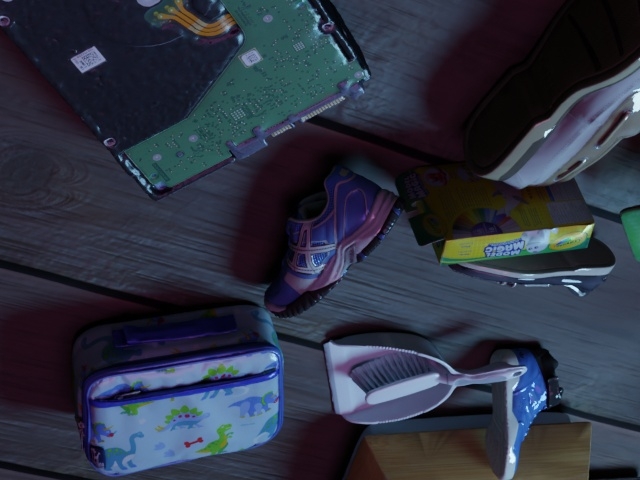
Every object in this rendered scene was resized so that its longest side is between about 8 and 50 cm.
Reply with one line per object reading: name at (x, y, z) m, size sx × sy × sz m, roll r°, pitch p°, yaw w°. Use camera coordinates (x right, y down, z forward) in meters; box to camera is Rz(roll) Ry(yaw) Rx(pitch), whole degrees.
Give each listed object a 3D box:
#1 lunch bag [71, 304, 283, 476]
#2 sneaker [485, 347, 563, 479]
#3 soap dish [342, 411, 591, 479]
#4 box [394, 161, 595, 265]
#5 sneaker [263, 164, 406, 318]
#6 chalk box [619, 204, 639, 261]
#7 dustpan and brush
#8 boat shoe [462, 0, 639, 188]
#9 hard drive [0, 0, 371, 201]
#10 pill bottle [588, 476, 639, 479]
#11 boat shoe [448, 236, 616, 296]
lunch bag at (-0.148, 0.152, 1.972) m, size 0.219 × 0.090 × 0.176 m, roll -8°, pitch 136°, yaw -14°
sneaker at (0.235, 0.195, 2.145) m, size 0.084 × 0.058 × 0.152 m, roll -3°, pitch 97°, yaw -22°
soap dish at (0.164, 0.313, 2.244) m, size 0.291 × 0.118 × 0.229 m, roll -1°, pitch 137°, yaw -21°
box at (0.167, -0.030, 1.868) m, size 0.179 × 0.105 × 0.043 m, roll -5°, pitch 137°, yaw -14°
sneaker at (0.000, 0.000, 1.878) m, size 0.081 × 0.080 × 0.211 m, roll 39°, pitch 130°, yaw -5°
chalk box at (0.448, -0.044, 1.900) m, size 0.289 × 0.179 × 0.180 m, roll -23°, pitch 139°, yaw 6°
dustpan and brush at (0.118, 0.148, 2.084) m, size 0.211 × 0.060 × 0.147 m, roll -14°, pitch 140°, yaw -4°
boat shoe at (0.263, -0.155, 1.769) m, size 0.103 × 0.113 × 0.302 m, roll 15°, pitch 140°, yaw -34°
hard drive at (-0.126, -0.193, 1.609) m, size 0.237 × 0.064 × 0.339 m, roll -27°, pitch 138°, yaw 11°
pill bottle at (0.348, 0.336, 2.367) m, size 0.137 × 0.078 × 0.078 m, roll 0°, pitch 137°, yaw -19°
boat shoe at (0.212, 0.031, 1.979) m, size 0.206 × 0.075 × 0.065 m, roll 2°, pitch 133°, yaw -29°
